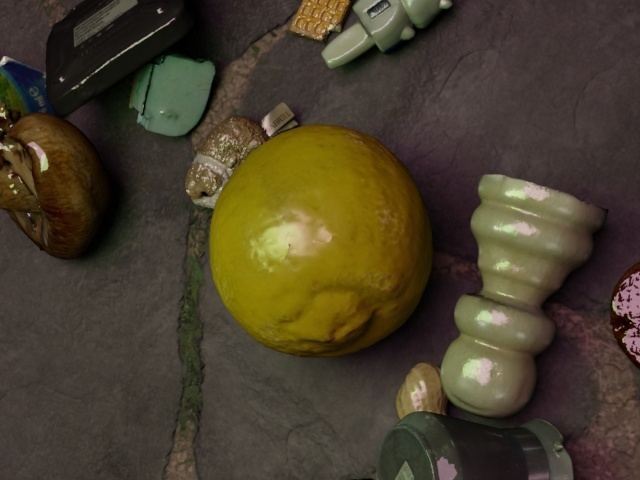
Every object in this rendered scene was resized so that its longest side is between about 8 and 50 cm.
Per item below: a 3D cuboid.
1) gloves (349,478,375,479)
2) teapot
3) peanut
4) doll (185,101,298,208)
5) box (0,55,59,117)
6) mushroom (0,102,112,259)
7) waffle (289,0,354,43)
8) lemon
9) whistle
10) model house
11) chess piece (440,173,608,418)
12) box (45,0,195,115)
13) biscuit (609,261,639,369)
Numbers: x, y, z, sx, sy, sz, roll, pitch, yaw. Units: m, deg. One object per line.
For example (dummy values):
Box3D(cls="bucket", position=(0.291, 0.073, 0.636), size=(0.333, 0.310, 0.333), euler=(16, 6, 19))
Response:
Box3D(cls="gloves", position=(0.086, 0.478, 1.427), size=(0.197, 0.152, 0.301), euler=(-19, 76, 40))
Box3D(cls="teapot", position=(0.199, 0.317, 1.378), size=(0.203, 0.225, 0.171), euler=(-62, 37, 41))
Box3D(cls="peanut", position=(0.152, 0.269, 1.495), size=(0.082, 0.082, 0.187), euler=(-13, 73, 19))
Box3D(cls="doll", position=(-0.137, -0.145, 1.704), size=(0.221, 0.105, 0.115), euler=(-48, 58, 7))
Box3D(cls="box", position=(-0.626, -0.260, 1.884), size=(0.291, 0.262, 0.206), euler=(-32, 50, -23))
Box3D(cls="mushroom", position=(-0.471, -0.112, 1.746), size=(0.263, 0.283, 0.195), euler=(18, 68, 52))
Box3D(cls="waffle", position=(0.011, -0.398, 1.755), size=(0.092, 0.021, 0.135), euler=(22, 85, 25))
Box3D(cls="lemon", position=(0.000, 0.000, 1.491), size=(0.348, 0.348, 0.347), euler=(-6, 74, 21))
Box3D(cls="whistle", position=(0.109, -0.356, 1.666), size=(0.244, 0.092, 0.110), euler=(-36, 68, 9))
Box3D(cls="model house", position=(-0.276, -0.271, 1.806), size=(0.149, 0.119, 0.148), euler=(39, 118, 49))
Box3D(cls="chess piece", position=(0.268, 0.087, 1.457), size=(0.182, 0.182, 0.330), euler=(17, 89, 25))
Box3D(cls="box", position=(-0.354, -0.362, 1.801), size=(0.290, 0.073, 0.289), euler=(-31, 37, 11))
Box3D(cls="biscuit", position=(0.492, 0.103, 1.415), size=(0.192, 0.049, 0.192), euler=(-3, 78, 15))
